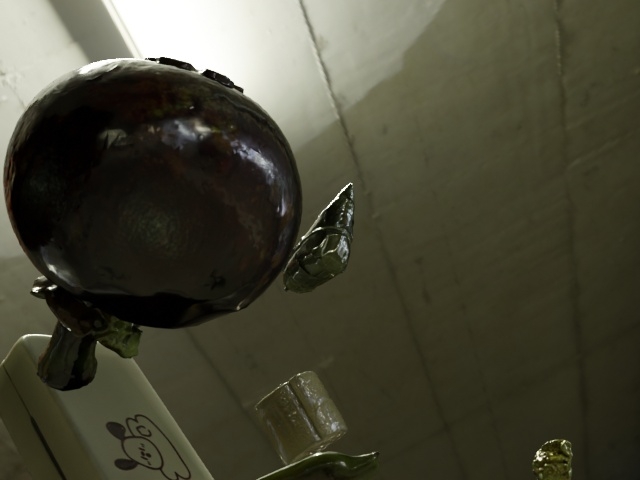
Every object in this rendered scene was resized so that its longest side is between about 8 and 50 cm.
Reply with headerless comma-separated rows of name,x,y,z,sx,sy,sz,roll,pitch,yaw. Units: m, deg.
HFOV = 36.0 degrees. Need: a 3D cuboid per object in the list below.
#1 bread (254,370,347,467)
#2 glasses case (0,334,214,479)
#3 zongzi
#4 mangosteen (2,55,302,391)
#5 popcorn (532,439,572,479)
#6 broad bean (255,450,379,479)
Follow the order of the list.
bread,-0.038,0.354,1.938,0.148,0.141,0.134,-38,-22,17
glasses case,-0.169,0.208,0.854,0.131,0.313,0.070,16,-65,-49
zongzi,0.000,0.000,1.169,0.055,0.119,0.109,28,-35,-21
mangosteen,-0.141,0.000,0.763,0.231,0.231,0.289,11,-75,-41
popcorn,0.355,0.342,1.501,0.068,0.059,0.083,27,-103,-69
broad bean,-0.042,0.428,1.725,0.325,0.075,0.067,-23,-30,16
